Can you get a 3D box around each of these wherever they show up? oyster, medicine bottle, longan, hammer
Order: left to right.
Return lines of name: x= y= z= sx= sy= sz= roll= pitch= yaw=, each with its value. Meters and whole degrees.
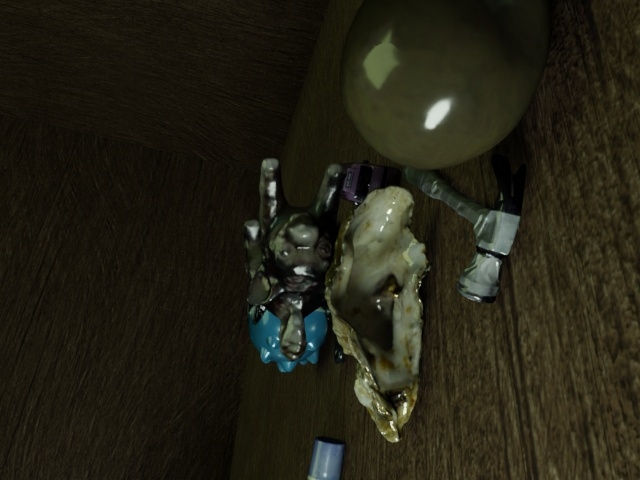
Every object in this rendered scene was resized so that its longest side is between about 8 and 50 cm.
medicine bottle: x=-0.003 y=0.472 z=1.124 sx=0.059 sy=0.059 sz=0.231 roll=156 pitch=125 yaw=-78
oyster: x=0.080 y=0.096 z=0.880 sx=0.110 sy=0.166 sz=0.341 roll=154 pitch=106 yaw=-67
hammer: x=0.165 y=-0.055 z=0.844 sx=0.427 sy=0.044 sz=0.152 roll=-115 pitch=39 yaw=-75
longan: x=0.135 y=-0.196 z=0.676 sx=0.248 sy=0.248 sz=0.248 roll=-168 pitch=90 yaw=-80

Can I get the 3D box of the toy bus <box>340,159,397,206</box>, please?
toy bus: x=0.080 y=-0.108 z=1.221 sx=0.178 sy=0.098 sz=0.087 roll=-147 pitch=70 yaw=-79

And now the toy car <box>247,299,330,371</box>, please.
toy car: x=-0.077 y=0.215 z=1.490 sx=0.255 sy=0.188 sz=0.190 roll=140 pitch=135 yaw=-71

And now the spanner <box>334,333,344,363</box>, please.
spanner: x=0.043 y=0.130 z=1.382 sx=0.316 sy=0.024 sz=0.087 roll=-88 pitch=19 yaw=-46

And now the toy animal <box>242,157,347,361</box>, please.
toy animal: x=-0.041 y=0.051 z=1.161 sx=0.344 sy=0.194 sz=0.303 roll=111 pitch=156 yaw=-68
